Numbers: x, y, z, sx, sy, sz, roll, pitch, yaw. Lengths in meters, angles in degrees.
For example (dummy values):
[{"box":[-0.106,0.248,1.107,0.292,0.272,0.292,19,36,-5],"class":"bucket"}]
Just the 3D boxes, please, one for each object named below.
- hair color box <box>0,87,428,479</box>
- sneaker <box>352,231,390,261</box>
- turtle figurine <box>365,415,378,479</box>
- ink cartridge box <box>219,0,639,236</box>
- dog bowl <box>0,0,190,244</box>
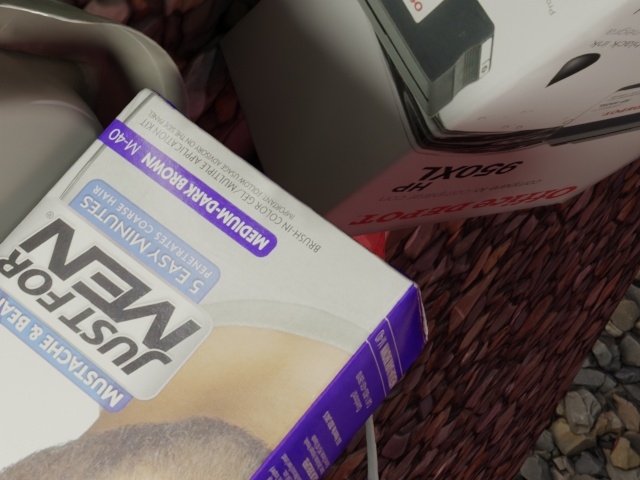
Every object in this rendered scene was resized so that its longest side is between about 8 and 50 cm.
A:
[{"box":[-0.122,0.111,0.781,0.339,0.185,0.110,-50,161,-11],"class":"hair color box"},{"box":[0.000,0.000,1.256,0.136,0.116,0.314,16,84,-57],"class":"sneaker"},{"box":[-0.045,0.111,1.109,0.266,0.198,0.275,94,2,-79],"class":"turtle figurine"},{"box":[0.164,-0.157,1.000,0.285,0.166,0.395,-8,163,-38],"class":"ink cartridge box"},{"box":[-0.222,0.010,0.811,0.349,0.102,0.349,-46,161,-21],"class":"dog bowl"}]
